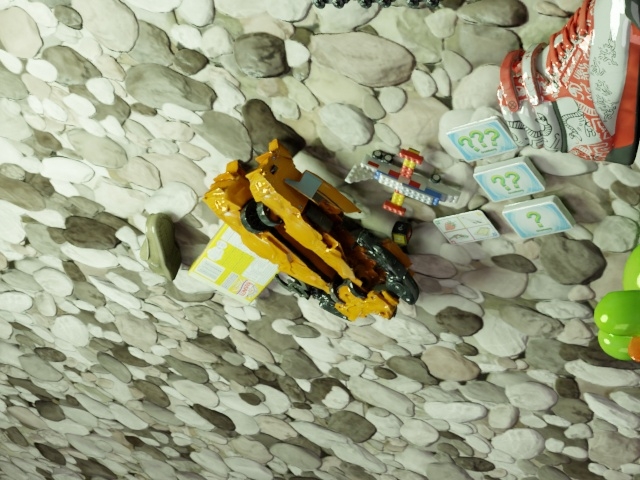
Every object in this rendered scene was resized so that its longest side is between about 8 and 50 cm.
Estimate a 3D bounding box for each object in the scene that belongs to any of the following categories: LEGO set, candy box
[{"bbox_3d":[0.154,-0.046,1.535,0.244,0.060,0.182,-11,130,42],"label":"LEGO set"},{"bbox_3d":[-0.110,0.025,1.823,0.105,0.027,0.206,26,148,-12],"label":"candy box"}]

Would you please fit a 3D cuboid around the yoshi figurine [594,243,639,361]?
[{"bbox_3d":[0.485,0.048,1.409,0.362,0.204,0.203,-5,-179,15],"label":"yoshi figurine"}]

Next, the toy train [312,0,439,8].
[{"bbox_3d":[0.060,-0.258,1.315,0.158,0.027,0.036,5,132,27],"label":"toy train"}]

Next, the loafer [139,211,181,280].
[{"bbox_3d":[-0.237,0.010,1.854,0.050,0.056,0.148,9,145,10],"label":"loafer"}]

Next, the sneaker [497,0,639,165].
[{"bbox_3d":[0.245,-0.176,1.258,0.145,0.090,0.270,9,148,16],"label":"sneaker"}]

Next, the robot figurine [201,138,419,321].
[{"bbox_3d":[0.000,0.000,1.658,0.291,0.085,0.211,40,148,-22],"label":"robot figurine"}]
